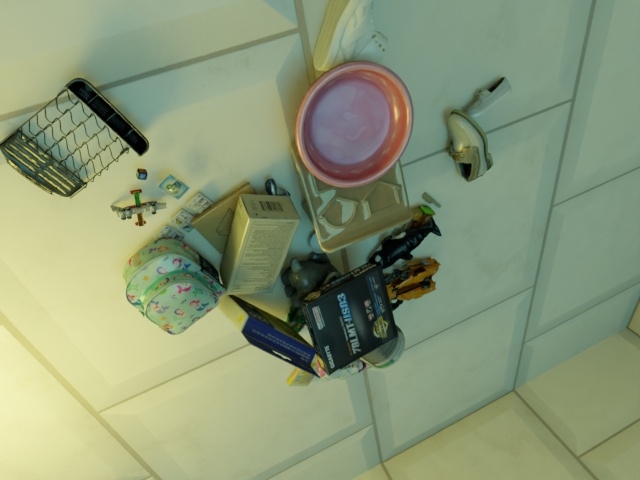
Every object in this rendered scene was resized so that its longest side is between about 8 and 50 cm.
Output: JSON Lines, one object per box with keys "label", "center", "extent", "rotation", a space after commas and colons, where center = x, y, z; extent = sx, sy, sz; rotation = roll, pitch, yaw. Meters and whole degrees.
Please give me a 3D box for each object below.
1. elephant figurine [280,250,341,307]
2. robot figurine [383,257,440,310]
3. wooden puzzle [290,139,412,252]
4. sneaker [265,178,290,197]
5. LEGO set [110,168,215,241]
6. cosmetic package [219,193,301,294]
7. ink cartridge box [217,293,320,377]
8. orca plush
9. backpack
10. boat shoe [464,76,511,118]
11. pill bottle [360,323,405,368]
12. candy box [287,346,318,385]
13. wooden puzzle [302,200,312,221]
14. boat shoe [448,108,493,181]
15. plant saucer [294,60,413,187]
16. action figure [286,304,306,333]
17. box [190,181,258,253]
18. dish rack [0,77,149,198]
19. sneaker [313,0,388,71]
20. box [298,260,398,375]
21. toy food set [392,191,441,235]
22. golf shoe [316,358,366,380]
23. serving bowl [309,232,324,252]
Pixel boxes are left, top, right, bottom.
{"label": "elephant figurine", "center": [-0.003, 0.120, 1.493], "extent": [0.240, 0.186, 0.169], "rotation": [-19, 87, -28]}
{"label": "robot figurine", "center": [0.338, 0.174, 1.735], "extent": [0.291, 0.085, 0.211], "rotation": [-15, 128, -19]}
{"label": "wooden puzzle", "center": [0.097, -0.176, 1.322], "extent": [0.322, 0.080, 0.347], "rotation": [-22, 106, -14]}
{"label": "sneaker", "center": [-0.123, -0.139, 1.297], "extent": [0.058, 0.052, 0.135], "rotation": [-32, 141, -13]}
{"label": "LEGO set", "center": [-0.429, -0.099, 1.171], "extent": [0.182, 0.060, 0.244], "rotation": [-43, 143, 5]}
{"label": "cosmetic package", "center": [-0.188, 0.018, 1.290], "extent": [0.160, 0.113, 0.309], "rotation": [1, 133, -30]}
{"label": "ink cartridge box", "center": [-0.160, 0.293, 1.391], "extent": [0.304, 0.307, 0.072], "rotation": [37, 82, -35]}
{"label": "orca plush", "center": [0.322, 0.039, 1.596], "extent": [0.287, 0.102, 0.151], "rotation": [-22, 140, -7]}
{"label": "backpack", "center": [-0.425, 0.129, 1.239], "extent": [0.225, 0.191, 0.253], "rotation": [-37, 127, 1]}
{"label": "boat shoe", "center": [0.537, -0.463, 1.405], "extent": [0.184, 0.066, 0.063], "rotation": [-33, 118, 0]}
{"label": "pill bottle", "center": [0.165, 0.348, 1.687], "extent": [0.204, 0.204, 0.361], "rotation": [-43, 132, 5]}
{"label": "candy box", "center": [-0.050, 0.532, 1.820], "extent": [0.105, 0.027, 0.205], "rotation": [15, 114, -40]}
{"label": "wooden puzzle", "center": [0.089, -0.100, 1.410], "extent": [0.239, 0.044, 0.221], "rotation": [-35, 122, -3]}
{"label": "boat shoe", "center": [0.491, -0.306, 1.456], "extent": [0.103, 0.113, 0.302], "rotation": [-47, 132, 1]}
{"label": "plant saucer", "center": [0.085, -0.310, 1.166], "extent": [0.332, 0.084, 0.332], "rotation": [-10, 122, -16]}
{"label": "action figure", "center": [-0.075, 0.287, 1.616], "extent": [0.137, 0.063, 0.232], "rotation": [6, 123, -35]}
{"label": "box", "center": [-0.255, -0.061, 1.283], "extent": [0.201, 0.021, 0.164], "rotation": [-35, 139, -2]}
{"label": "dish rack", "center": [-0.562, -0.217, 0.986], "extent": [0.272, 0.074, 0.208], "rotation": [-38, 131, 2]}
{"label": "sneaker", "center": [0.108, -0.556, 1.088], "extent": [0.169, 0.108, 0.292], "rotation": [3, 131, -31]}
{"label": "box", "center": [0.100, 0.259, 1.453], "extent": [0.293, 0.073, 0.295], "rotation": [-25, 114, -22]}
{"label": "toy food set", "center": [0.366, -0.072, 1.604], "extent": [0.132, 0.038, 0.192], "rotation": [26, 108, -38]}
{"label": "golf shoe", "center": [0.087, 0.501, 1.761], "extent": [0.140, 0.115, 0.306], "rotation": [-21, 159, 19]}
{"label": "serving bowl", "center": [0.000, 0.000, 1.465], "extent": [0.083, 0.027, 0.083], "rotation": [-9, 115, -20]}
